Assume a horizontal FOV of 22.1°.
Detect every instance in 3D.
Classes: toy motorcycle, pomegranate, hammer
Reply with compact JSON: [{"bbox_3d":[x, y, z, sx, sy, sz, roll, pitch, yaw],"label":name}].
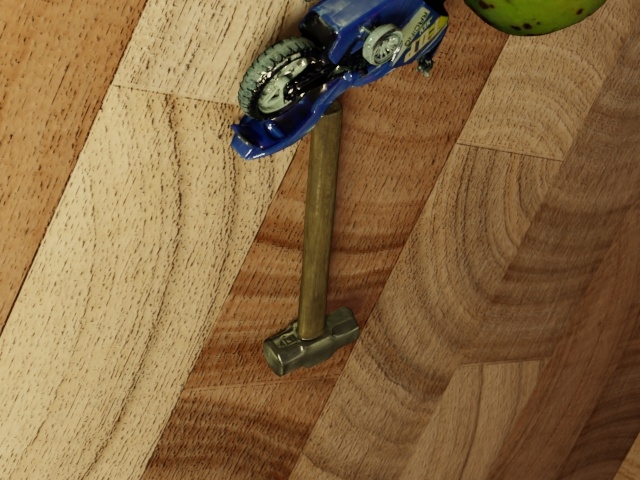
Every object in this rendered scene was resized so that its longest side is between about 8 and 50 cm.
[{"bbox_3d":[0.039,-0.193,1.606,0.315,0.113,0.169,-37,157,-17],"label":"toy motorcycle"},{"bbox_3d":[0.211,-0.323,1.685,0.202,0.202,0.248,-46,119,-19],"label":"pomegranate"},{"bbox_3d":[0.000,0.000,1.777,0.111,0.043,0.365,-22,139,-25],"label":"hammer"}]

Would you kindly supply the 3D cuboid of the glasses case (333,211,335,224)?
[{"bbox_3d":[0.001,-0.034,1.796,0.032,0.021,0.083,-33,145,-27],"label":"glasses case"}]
